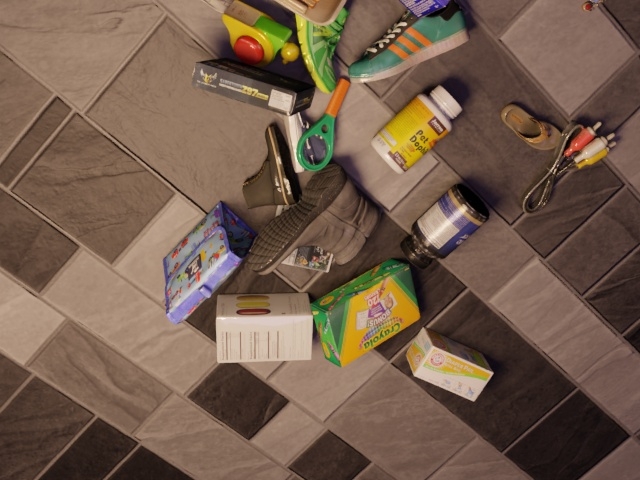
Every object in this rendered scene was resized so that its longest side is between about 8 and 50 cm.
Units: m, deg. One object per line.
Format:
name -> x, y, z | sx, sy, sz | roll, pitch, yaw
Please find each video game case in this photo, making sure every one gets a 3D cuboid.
video game case -> -0.039, -0.021, 1.847 | 0.173, 0.022, 0.191 | 12, 109, -10

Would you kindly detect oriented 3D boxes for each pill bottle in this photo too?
pill bottle -> 0.233, -0.269, 1.723 | 0.215, 0.117, 0.117 | -43, 110, 11
pill bottle -> 0.309, -0.031, 1.817 | 0.122, 0.123, 0.219 | 36, 117, -18

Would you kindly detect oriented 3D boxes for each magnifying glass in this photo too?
magnifying glass -> 0.012, -0.275, 1.709 | 0.092, 0.026, 0.231 | 25, 90, -33

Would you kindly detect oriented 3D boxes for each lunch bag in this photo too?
lunch bag -> -0.268, 0.070, 1.711 | 0.221, 0.293, 0.138 | -44, 110, 11

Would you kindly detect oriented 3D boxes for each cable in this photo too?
cable -> 0.611, -0.185, 1.814 | 0.287, 0.072, 0.139 | -48, 127, 10

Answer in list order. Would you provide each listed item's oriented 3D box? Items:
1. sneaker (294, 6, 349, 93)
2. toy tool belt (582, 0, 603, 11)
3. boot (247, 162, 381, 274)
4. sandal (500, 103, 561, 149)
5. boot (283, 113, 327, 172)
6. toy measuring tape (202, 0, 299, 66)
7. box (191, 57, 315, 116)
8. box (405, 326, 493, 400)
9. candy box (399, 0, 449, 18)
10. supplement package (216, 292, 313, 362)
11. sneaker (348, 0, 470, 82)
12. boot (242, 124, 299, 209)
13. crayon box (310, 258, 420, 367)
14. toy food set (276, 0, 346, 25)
sneaker -> 0.008, -0.477, 1.620 | 0.123, 0.109, 0.296 | -9, 112, 2
toy tool belt -> 0.646, -0.576, 1.679 | 0.052, 0.051, 0.083 | 19, 109, -13
boot -> 0.000, 0.000, 1.743 | 0.338, 0.118, 0.223 | -46, 126, -7
sandal -> 0.528, -0.277, 1.787 | 0.180, 0.049, 0.072 | 28, 107, -20
boot -> -0.035, -0.261, 1.733 | 0.086, 0.069, 0.190 | -14, 119, -10
toy measuring tape -> -0.199, -0.478, 1.613 | 0.330, 0.121, 0.121 | 27, 108, 2
box -> -0.143, -0.342, 1.586 | 0.232, 0.183, 0.059 | 19, 109, 8
box -> 0.354, 0.341, 1.986 | 0.203, 0.114, 0.103 | 25, 107, -14
candy box -> 0.186, -0.677, 1.500 | 0.317, 0.122, 0.268 | 37, 77, -20
supplement package -> -0.148, 0.225, 1.870 | 0.243, 0.139, 0.134 | -1, 112, -7
sneaker -> 0.190, -0.464, 1.652 | 0.302, 0.108, 0.121 | -25, 112, -4
boot -> -0.143, -0.173, 1.754 | 0.136, 0.077, 0.198 | -10, 99, 18
crayon box -> 0.120, 0.183, 1.849 | 0.278, 0.081, 0.166 | -28, 117, -27
toy food set -> -0.055, -0.619, 1.502 | 0.306, 0.092, 0.220 | 30, 76, -9
